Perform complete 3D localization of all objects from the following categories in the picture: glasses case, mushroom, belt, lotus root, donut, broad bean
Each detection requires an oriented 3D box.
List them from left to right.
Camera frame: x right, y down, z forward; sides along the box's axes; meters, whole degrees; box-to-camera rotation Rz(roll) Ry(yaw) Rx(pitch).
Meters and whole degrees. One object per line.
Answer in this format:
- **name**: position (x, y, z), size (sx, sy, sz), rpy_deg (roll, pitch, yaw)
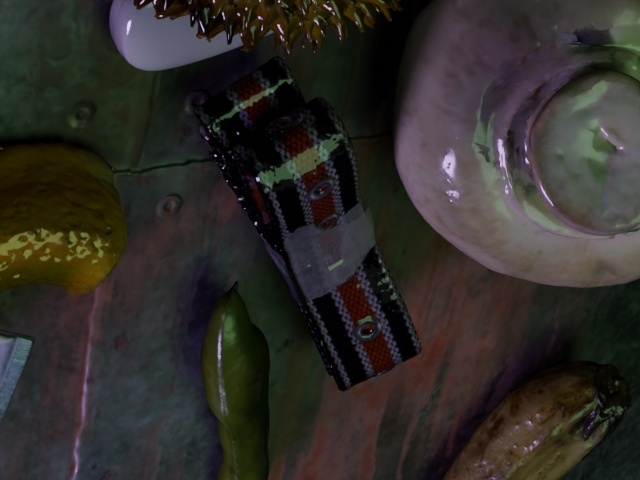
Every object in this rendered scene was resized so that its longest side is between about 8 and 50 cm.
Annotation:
- **donut**: position (-0.270, 0.036, 1.429), size (0.152, 0.101, 0.259), rpy_deg (25, 110, -39)
- **broad bean**: position (-0.072, 0.155, 1.681), size (0.075, 0.067, 0.325), rpy_deg (-36, 143, -32)
- **glasses case**: position (-0.048, -0.195, 1.419), size (0.233, 0.059, 0.092), rpy_deg (-25, 148, -16)
- **belt**: position (0.000, 0.000, 1.570), size (0.094, 0.126, 0.359), rpy_deg (-34, 138, -7)
- **lotus root**: position (0.200, 0.208, 1.908), size (0.258, 0.097, 0.110), rpy_deg (-45, 131, 14)
- **mushroom**: position (0.195, -0.118, 1.523), size (0.315, 0.315, 0.356), rpy_deg (-49, 150, 7)

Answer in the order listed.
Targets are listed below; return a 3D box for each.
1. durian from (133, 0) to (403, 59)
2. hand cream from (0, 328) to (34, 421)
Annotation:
- **durian**: position (-0.041, -0.283, 1.191), size (0.348, 0.347, 0.384), rpy_deg (-57, 164, 15)
- **hand cream**: position (-0.347, 0.070, 1.351), size (0.275, 0.050, 0.079), rpy_deg (17, 143, -18)
